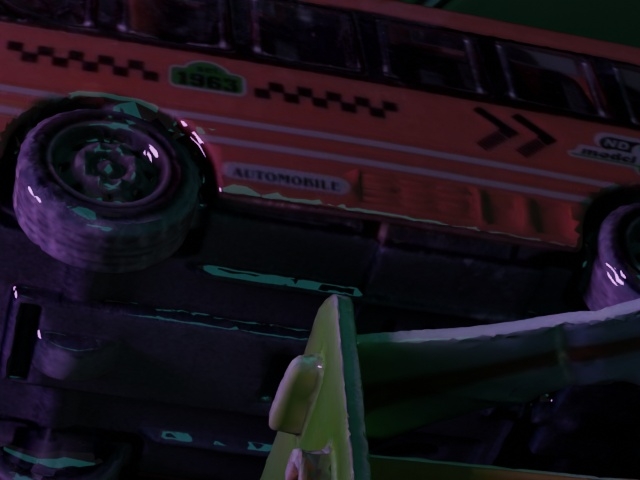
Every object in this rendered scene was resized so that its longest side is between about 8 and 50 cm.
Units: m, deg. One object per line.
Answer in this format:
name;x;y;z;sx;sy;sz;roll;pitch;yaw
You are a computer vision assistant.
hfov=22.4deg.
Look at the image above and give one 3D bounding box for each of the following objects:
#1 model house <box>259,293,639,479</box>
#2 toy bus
model house;0.148;0.160;0.568;0.324;0.340;0.300;7;43;-13
toy bus;0.000;0.000;0.769;0.427;0.203;0.233;9;44;-13
